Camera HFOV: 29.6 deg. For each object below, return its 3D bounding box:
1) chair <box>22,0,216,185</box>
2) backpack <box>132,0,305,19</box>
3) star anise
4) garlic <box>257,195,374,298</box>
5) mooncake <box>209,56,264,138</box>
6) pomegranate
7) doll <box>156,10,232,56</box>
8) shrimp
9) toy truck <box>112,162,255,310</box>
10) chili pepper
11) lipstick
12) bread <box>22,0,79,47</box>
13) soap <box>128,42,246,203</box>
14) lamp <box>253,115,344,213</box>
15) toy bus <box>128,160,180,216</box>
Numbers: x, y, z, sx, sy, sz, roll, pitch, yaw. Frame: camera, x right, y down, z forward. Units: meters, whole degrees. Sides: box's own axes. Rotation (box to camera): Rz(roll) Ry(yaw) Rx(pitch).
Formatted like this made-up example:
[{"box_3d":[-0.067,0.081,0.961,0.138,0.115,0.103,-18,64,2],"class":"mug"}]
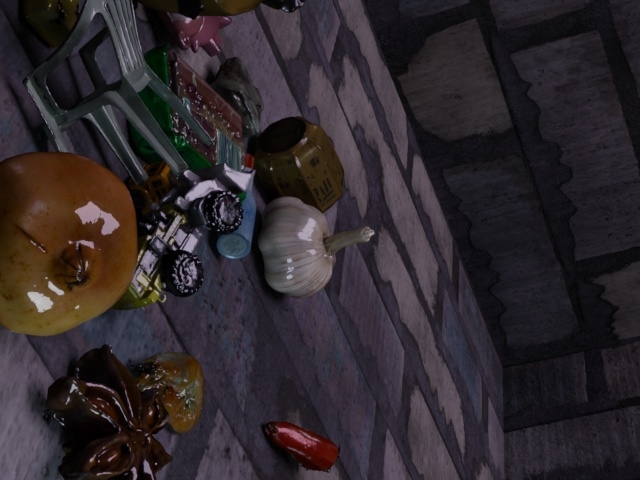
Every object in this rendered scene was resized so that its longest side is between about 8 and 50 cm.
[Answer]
[{"box_3d":[-0.273,-0.202,1.623,0.275,0.190,0.203,58,22,-14],"class":"chair"},{"box_3d":[-0.154,-0.503,1.907,0.378,0.353,0.201,-49,136,-20],"class":"backpack"},{"box_3d":[-0.264,0.229,1.475,0.220,0.099,0.214,42,23,-53],"class":"star anise"},{"box_3d":[0.000,0.000,2.273,0.199,0.226,0.199,46,36,-49],"class":"garlic"},{"box_3d":[-0.158,-0.263,2.239,0.125,0.073,0.130,-83,155,-57],"class":"mooncake"},{"box_3d":[-0.301,0.003,1.357,0.209,0.209,0.209,-15,90,-73],"class":"pomegranate"},{"box_3d":[-0.231,-0.427,2.105,0.211,0.093,0.262,51,31,-36],"class":"doll"},{"box_3d":[-0.210,0.215,1.724,0.217,0.051,0.115,31,49,-70],"class":"shrimp"},{"box_3d":[-0.202,-0.017,1.695,0.111,0.136,0.286,51,50,-29],"class":"toy truck"},{"box_3d":[-0.045,0.350,2.120,0.169,0.088,0.065,40,56,-48],"class":"chili pepper"},{"box_3d":[-0.144,-0.073,2.149,0.274,0.061,0.068,-88,158,-53],"class":"lipstick"},{"box_3d":[-0.375,-0.383,1.688,0.088,0.049,0.226,46,33,-58],"class":"bread"},{"box_3d":[-0.207,-0.170,1.964,0.273,0.098,0.218,40,38,-62],"class":"soap"},{"box_3d":[-0.042,-0.143,2.381,0.161,0.161,0.185,-87,155,-45],"class":"lamp"},{"box_3d":[-0.228,-0.036,1.827,0.069,0.074,0.162,-75,145,-61],"class":"toy bus"}]
